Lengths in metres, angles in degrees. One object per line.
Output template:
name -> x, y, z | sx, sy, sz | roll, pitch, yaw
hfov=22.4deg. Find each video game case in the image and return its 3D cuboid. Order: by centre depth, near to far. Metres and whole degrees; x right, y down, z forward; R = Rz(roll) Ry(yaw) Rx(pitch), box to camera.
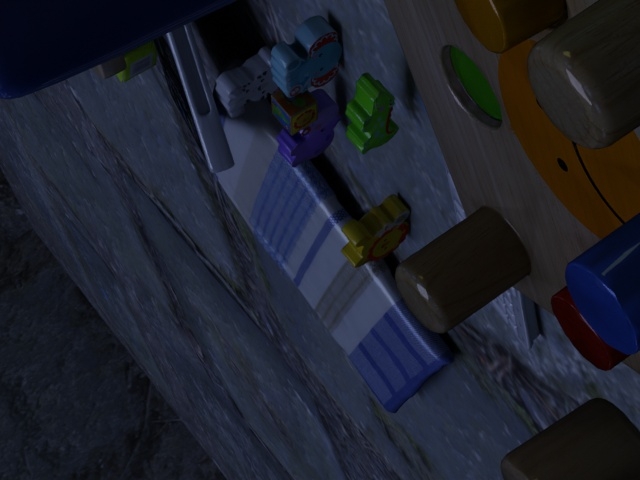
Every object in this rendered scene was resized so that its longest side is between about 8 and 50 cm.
video game case -> -0.112, -0.159, 1.207 | 0.190, 0.022, 0.173 | -123, 15, -64

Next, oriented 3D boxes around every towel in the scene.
towel -> 0.000, 0.000, 1.273 | 0.285, 0.034, 0.209 | 54, 164, 9

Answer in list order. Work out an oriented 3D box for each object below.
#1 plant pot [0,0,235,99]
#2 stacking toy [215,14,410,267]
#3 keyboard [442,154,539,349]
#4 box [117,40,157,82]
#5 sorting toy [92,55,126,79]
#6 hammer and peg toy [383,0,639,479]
plant pot -> -0.111, -0.223, 0.742 | 0.236, 0.236, 0.212 | 36, 150, 59
stacking toy -> -0.005, -0.096, 1.043 | 0.167, 0.052, 0.221 | 50, 163, 22
keyboard -> 0.087, -0.036, 0.912 | 0.072, 0.014, 0.256 | 47, 163, 39
box -> -0.207, -0.238, 1.448 | 0.178, 0.042, 0.109 | 57, 166, 7
sorting toy -> -0.296, -0.278, 1.399 | 0.255, 0.089, 0.257 | 41, 155, 46
hammer and peg toy -> 0.127, 0.003, 0.614 | 0.266, 0.127, 0.361 | 37, 157, 53
